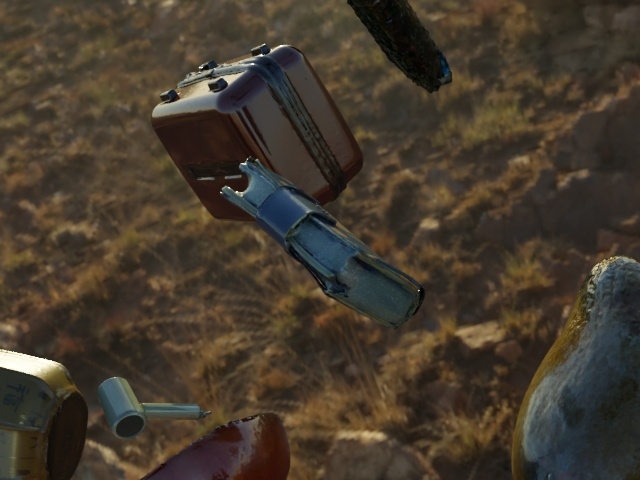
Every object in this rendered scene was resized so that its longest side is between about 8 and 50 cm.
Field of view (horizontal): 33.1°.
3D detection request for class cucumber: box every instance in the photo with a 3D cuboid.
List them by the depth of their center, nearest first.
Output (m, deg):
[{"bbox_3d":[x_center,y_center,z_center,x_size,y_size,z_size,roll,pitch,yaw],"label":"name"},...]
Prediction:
[{"bbox_3d":[0.044,-0.194,0.860,0.044,0.257,0.043,-4,60,30],"label":"cucumber"}]

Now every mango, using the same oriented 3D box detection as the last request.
[{"bbox_3d":[0.288,0.164,1.058,0.193,0.146,0.316,-7,62,49],"label":"mango"}]

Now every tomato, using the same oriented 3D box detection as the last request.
[{"bbox_3d":[-0.121,0.274,1.137,0.225,0.225,0.085,-31,75,-17],"label":"tomato"}]

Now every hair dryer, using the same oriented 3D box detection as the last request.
[{"bbox_3d":[-0.171,0.178,1.144,0.124,0.037,0.063,6,28,-34],"label":"hair dryer"}]

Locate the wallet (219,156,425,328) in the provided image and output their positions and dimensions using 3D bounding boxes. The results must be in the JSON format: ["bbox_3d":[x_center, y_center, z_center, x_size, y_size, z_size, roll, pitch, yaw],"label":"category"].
[{"bbox_3d":[0.001,0.000,1.062,0.059,0.141,0.202,-54,49,7],"label":"wallet"}]

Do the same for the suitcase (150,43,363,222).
[{"bbox_3d":[-0.095,-0.144,1.538,0.161,0.236,0.297,-41,20,-24],"label":"suitcase"}]

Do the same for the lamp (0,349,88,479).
[{"bbox_3d":[-0.348,0.193,1.132,0.185,0.161,0.161,10,37,10],"label":"lamp"}]
